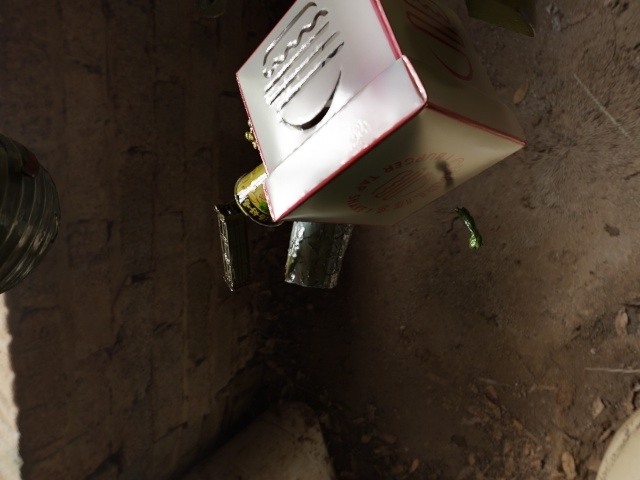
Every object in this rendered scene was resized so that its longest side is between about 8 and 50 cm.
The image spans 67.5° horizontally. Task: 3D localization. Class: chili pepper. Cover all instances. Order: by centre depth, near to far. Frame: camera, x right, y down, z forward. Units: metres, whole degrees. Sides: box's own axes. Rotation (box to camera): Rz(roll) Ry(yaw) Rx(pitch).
[{"bbox_3d":[0.281,-0.024,0.894,0.091,0.034,0.030,70,159,10],"label":"chili pepper"}]

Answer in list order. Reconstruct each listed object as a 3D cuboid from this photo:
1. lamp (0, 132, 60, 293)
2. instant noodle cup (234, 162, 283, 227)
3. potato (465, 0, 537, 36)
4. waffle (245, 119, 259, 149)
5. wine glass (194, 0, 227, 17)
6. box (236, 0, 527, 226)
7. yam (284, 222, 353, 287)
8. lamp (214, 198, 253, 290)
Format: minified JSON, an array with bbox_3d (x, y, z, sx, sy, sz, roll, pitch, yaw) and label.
[{"bbox_3d":[-0.460,-0.034,0.591,0.265,0.233,0.233,5,102,21],"label":"lamp"},{"bbox_3d":[-0.109,-0.124,1.136,0.122,0.151,0.151,-36,82,42],"label":"instant noodle cup"},{"bbox_3d":[0.294,-0.392,0.746,0.120,0.149,0.081,27,105,18],"label":"potato"},{"bbox_3d":[-0.080,-0.273,1.048,0.046,0.160,0.192,38,93,23],"label":"waffle"},{"bbox_3d":[-0.234,-0.530,0.967,0.066,0.066,0.198,-40,50,27],"label":"wine glass"},{"bbox_3d":[0.087,-0.220,0.798,0.314,0.312,0.300,-33,67,39],"label":"box"},{"bbox_3d":[0.000,0.000,1.745,0.241,0.241,0.348,15,92,24],"label":"yam"},{"bbox_3d":[-0.294,0.022,1.646,0.089,0.090,0.325,46,144,42],"label":"lamp"}]
